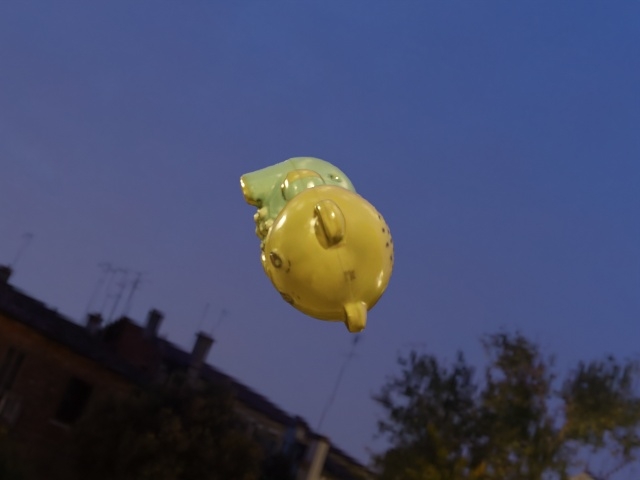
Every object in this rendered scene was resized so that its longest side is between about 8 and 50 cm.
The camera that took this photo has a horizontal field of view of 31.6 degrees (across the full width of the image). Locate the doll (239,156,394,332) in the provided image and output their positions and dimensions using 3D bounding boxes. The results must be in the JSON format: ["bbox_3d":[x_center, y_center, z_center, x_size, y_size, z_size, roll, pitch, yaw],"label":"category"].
[{"bbox_3d":[0.000,0.000,1.452,0.162,0.177,0.260,-15,22,-7],"label":"doll"}]
